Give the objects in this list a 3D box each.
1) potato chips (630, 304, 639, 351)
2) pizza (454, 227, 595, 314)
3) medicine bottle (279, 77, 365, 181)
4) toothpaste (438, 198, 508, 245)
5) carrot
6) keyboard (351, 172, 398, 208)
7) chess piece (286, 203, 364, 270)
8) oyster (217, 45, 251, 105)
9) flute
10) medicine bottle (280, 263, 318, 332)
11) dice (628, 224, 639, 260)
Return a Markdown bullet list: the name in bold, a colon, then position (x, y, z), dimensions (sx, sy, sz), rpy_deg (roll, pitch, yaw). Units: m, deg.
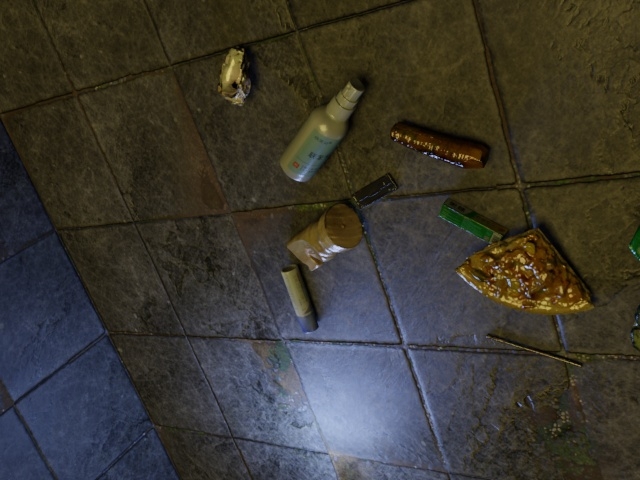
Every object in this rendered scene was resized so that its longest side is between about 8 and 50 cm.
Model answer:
- **potato chips**: position (0.880, 0.205, 1.703), dimensions (0.359, 0.070, 0.429), rpy_deg (-14, 128, 37)
- **pizza**: position (0.520, 0.116, 1.942), dimensions (0.268, 0.087, 0.258), rpy_deg (45, 138, -14)
- **medicine bottle**: position (0.012, -0.300, 2.040), dimensions (0.110, 0.110, 0.352), rpy_deg (45, 135, 3)
- **toothpaste**: position (0.396, -0.047, 1.974), dimensions (0.179, 0.037, 0.043), rpy_deg (30, 136, 18)
- **carrot**: position (0.294, -0.240, 1.903), dimensions (0.260, 0.070, 0.070), rpy_deg (24, 130, 25)
- **keyboard**: position (0.150, -0.136, 2.116), dimensions (0.155, 0.010, 0.053), rpy_deg (-28, 99, 44)
- **chess piece**: position (0.000, 0.000, 2.259), dimensions (0.137, 0.137, 0.301), rpy_deg (53, 148, -4)
- **oyster**: position (-0.241, -0.464, 2.160), dimensions (0.191, 0.081, 0.163), rpy_deg (4, 97, 52)
- **flute**: position (0.583, 0.301, 2.081), dimensions (0.270, 0.014, 0.014), rpy_deg (16, 126, 28)
- **medicine bottle**: position (-0.066, 0.189, 2.459), dimensions (0.059, 0.059, 0.230), rpy_deg (-1, 118, 37)
- **dice**: position (0.760, -0.009, 1.662), dimensions (0.131, 0.128, 0.120), rpy_deg (29, 133, 17)
